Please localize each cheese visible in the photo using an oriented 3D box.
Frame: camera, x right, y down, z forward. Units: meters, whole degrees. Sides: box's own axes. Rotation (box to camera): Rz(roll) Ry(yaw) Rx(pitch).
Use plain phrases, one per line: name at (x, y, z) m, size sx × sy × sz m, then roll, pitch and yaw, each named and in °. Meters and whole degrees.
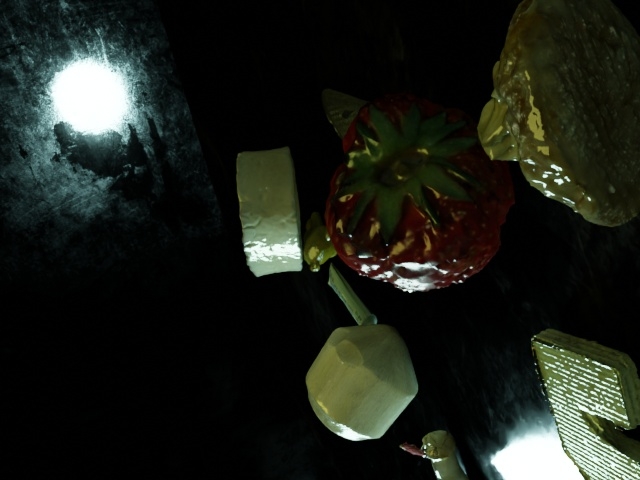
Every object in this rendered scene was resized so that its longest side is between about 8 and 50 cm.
cheese at (-0.131, -0.072, 1.547) m, size 0.332 × 0.153 × 0.293 m, roll 89°, pitch 174°, yaw -47°

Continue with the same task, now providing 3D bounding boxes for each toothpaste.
toothpaste at (0.079, 0.157, 1.516) m, size 0.268 × 0.047 × 0.069 m, roll 49°, pitch 173°, yaw 50°

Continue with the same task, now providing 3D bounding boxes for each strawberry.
strawberry at (0.133, -0.049, 0.768) m, size 0.238 × 0.250 × 0.288 m, roll 20°, pitch 167°, yaw 22°

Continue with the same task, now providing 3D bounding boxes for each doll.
doll at (0.000, 0.000, 1.518) m, size 0.209 × 0.097 × 0.137 m, roll -112°, pitch 36°, yaw -71°

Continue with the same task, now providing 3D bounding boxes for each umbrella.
umbrella at (0.253, 0.568, 1.578) m, size 0.165 × 0.025 × 0.027 m, roll 146°, pitch 119°, yaw -71°

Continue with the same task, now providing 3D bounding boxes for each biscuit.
biscuit at (0.356, 0.237, 0.733) m, size 0.147 × 0.046 × 0.250 m, roll 11°, pitch 122°, yaw 70°

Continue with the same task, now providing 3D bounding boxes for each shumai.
shumai at (0.206, -0.115, 0.521) m, size 0.210 × 0.161 × 0.153 m, roll 52°, pitch 165°, yaw -19°

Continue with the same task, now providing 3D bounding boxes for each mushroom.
mushroom at (0.295, 0.531, 1.293) m, size 0.092 × 0.081 × 0.224 m, roll 32°, pitch -144°, yaw -86°

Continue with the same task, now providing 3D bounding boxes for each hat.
hat at (0.071, -0.217, 0.999) m, size 0.146 × 0.067 × 0.146 m, roll 42°, pitch -149°, yaw -32°

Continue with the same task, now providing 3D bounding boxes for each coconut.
coconut at (0.101, 0.312, 1.343) m, size 0.237 × 0.266 × 0.237 m, roll 34°, pitch -166°, yaw -10°
